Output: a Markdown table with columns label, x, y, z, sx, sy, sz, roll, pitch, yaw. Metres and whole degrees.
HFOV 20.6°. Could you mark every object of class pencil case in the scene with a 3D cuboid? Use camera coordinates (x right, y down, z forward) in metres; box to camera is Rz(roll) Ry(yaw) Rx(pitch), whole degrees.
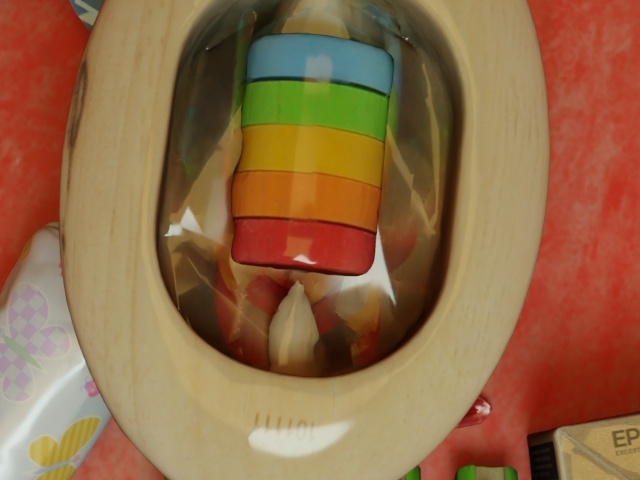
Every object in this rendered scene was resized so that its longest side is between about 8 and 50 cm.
| label | x | y | z | sx | sy | sz | roll | pitch | yaw |
| --- | --- | --- | --- | --- | --- | --- | --- | --- | --- |
| pencil case | -0.217 | 0.123 | 1.218 | 0.124 | 0.113 | 0.273 | 33 | 86 | 32 |

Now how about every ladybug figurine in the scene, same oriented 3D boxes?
| label | x | y | z | sx | sy | sz | roll | pitch | yaw |
| --- | --- | --- | --- | --- | --- | --- | --- | --- | --- |
| ladybug figurine | -0.010 | -0.046 | 1.141 | 0.305 | 0.162 | 0.449 | 10 | 81 | -2 |

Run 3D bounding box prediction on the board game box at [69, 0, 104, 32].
| label | x | y | z | sx | sy | sz | roll | pitch | yaw |
| --- | --- | --- | --- | --- | --- | --- | --- | --- | --- |
| board game box | -0.107 | -0.205 | 1.285 | 0.168 | 0.033 | 0.133 | -18 | 88 | -13 |

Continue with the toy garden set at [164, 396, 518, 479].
| label | x | y | z | sx | sy | sz | roll | pitch | yaw |
| --- | --- | --- | --- | --- | --- | --- | --- | --- | --- |
| toy garden set | 0.016 | 0.153 | 1.205 | 0.244 | 0.049 | 0.204 | 3 | 56 | -4 |

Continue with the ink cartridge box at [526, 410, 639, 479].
| label | x | y | z | sx | sy | sz | roll | pitch | yaw |
| --- | --- | --- | --- | --- | --- | --- | --- | --- | --- |
| ink cartridge box | 0.263 | 0.150 | 1.170 | 0.234 | 0.193 | 0.088 | -9 | 83 | -1 |
